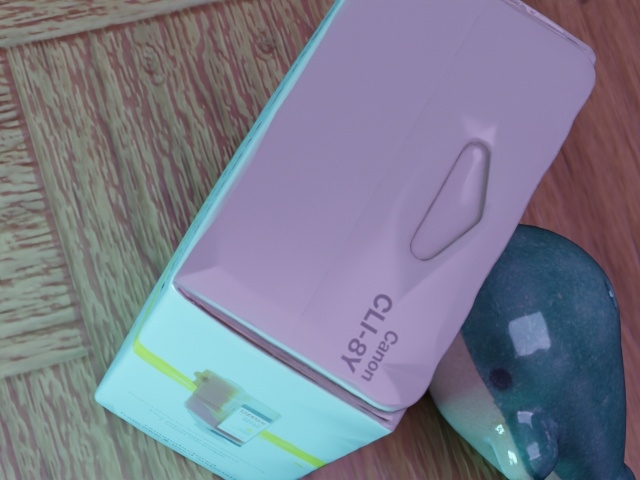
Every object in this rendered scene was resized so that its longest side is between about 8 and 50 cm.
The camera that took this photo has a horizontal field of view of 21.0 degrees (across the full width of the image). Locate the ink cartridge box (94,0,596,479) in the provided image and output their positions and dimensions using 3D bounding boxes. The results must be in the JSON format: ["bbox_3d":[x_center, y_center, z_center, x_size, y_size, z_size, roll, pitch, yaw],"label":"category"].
[{"bbox_3d":[0.000,0.000,1.167,0.160,0.384,0.279,32,71,-5],"label":"ink cartridge box"}]

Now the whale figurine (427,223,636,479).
[{"bbox_3d":[0.179,0.108,1.287,0.141,0.216,0.272,-28,105,20],"label":"whale figurine"}]
